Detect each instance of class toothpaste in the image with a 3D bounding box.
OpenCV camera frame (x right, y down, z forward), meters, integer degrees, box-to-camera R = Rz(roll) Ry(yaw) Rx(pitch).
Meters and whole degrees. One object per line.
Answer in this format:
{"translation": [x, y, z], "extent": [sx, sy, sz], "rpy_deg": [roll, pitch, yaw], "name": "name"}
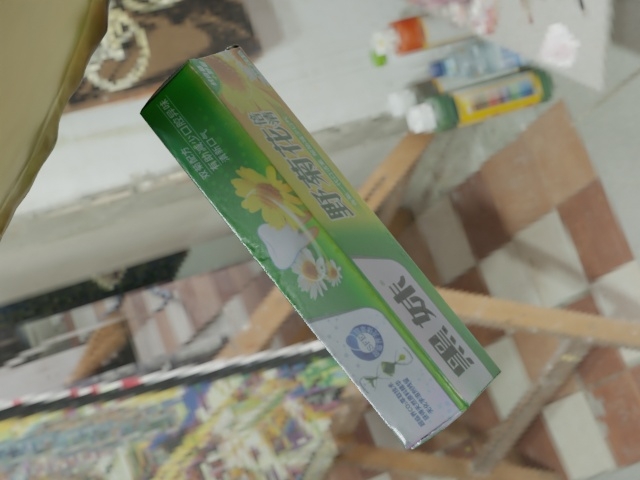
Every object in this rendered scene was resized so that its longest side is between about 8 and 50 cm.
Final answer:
{"translation": [0.000, 0.000, 0.559], "extent": [0.037, 0.043, 0.178], "rpy_deg": [-42, 84, 28], "name": "toothpaste"}

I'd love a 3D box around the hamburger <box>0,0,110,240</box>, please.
{"translation": [-0.186, -0.117, 0.490], "extent": [0.186, 0.303, 0.261], "rpy_deg": [24, 153, 3], "name": "hamburger"}
